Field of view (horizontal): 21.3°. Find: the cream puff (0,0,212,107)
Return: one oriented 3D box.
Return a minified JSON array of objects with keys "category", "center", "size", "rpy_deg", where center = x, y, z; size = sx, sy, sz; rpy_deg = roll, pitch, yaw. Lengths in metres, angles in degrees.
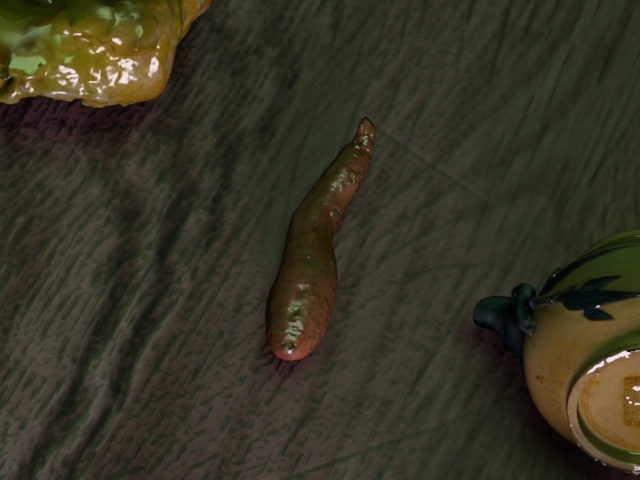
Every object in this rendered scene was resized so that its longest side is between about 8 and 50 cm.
[{"category":"cream puff","center":[-0.209,-0.223,1.264],"size":[0.282,0.185,0.282],"rpy_deg":[5,59,-8]}]

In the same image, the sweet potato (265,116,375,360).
[{"category":"sweet potato","center":[0.000,0.000,1.257],"size":[0.050,0.050,0.214],"rpy_deg":[17,58,0]}]

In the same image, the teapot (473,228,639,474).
[{"category":"teapot","center":[0.243,0.059,1.204],"size":[0.269,0.173,0.182],"rpy_deg":[-4,37,8]}]
